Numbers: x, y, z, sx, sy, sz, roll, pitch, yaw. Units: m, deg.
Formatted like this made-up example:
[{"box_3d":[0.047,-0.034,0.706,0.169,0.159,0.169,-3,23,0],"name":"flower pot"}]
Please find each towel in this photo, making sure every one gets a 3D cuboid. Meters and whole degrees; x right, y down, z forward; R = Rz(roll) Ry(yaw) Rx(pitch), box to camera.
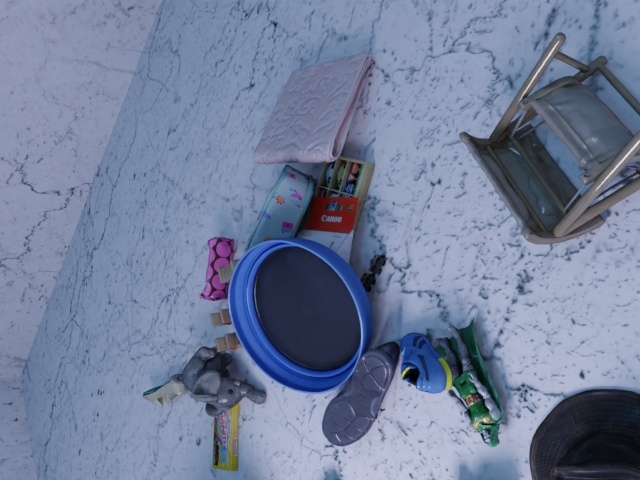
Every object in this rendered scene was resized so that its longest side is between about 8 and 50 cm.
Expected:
[{"box_3d":[-0.023,-0.349,1.558,0.332,0.053,0.316,6,69,49],"name":"towel"}]

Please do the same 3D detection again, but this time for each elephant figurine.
[{"box_3d":[-0.301,0.431,1.655,0.186,0.169,0.239,-57,42,19],"name":"elephant figurine"}]

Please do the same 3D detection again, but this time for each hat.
[{"box_3d":[0.436,0.383,0.839,0.331,0.134,0.331,-14,71,47],"name":"hat"}]

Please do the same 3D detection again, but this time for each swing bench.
[{"box_3d":[0.418,-0.162,0.976,0.254,0.165,0.253,-49,48,37],"name":"swing bench"}]

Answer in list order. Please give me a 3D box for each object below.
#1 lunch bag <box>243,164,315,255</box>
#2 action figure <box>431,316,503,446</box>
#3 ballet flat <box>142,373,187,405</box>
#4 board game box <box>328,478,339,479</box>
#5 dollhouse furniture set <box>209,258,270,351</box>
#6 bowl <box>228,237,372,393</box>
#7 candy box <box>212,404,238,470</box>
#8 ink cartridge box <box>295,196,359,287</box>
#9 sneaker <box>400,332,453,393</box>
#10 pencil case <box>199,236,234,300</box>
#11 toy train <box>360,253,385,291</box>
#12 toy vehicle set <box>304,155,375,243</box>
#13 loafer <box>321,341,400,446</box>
[{"box_3d":[-0.106,-0.067,1.546,0.279,0.108,0.224,-62,5,14],"name":"lunch bag"},{"box_3d":[0.287,0.280,1.090,0.137,0.064,0.232,-55,41,40],"name":"action figure"},{"box_3d":[-0.541,0.537,1.988,0.248,0.086,0.086,-32,58,40],"name":"ballet flat"},{"box_3d":[0.009,0.690,1.325,0.210,0.047,0.160,-57,44,22],"name":"board game box"},{"box_3d":[-0.198,0.183,1.661,0.262,0.135,0.259,-27,72,43],"name":"dollhouse furniture set"},{"box_3d":[-0.052,0.177,1.379,0.391,0.077,0.391,11,110,30],"name":"bowl"},{"box_3d":[-0.286,0.580,1.712,0.105,0.027,0.205,-16,69,43],"name":"candy box"},{"box_3d":[0.000,0.000,1.446,0.189,0.066,0.232,6,90,50],"name":"ink cartridge box"},{"box_3d":[0.189,0.243,1.152,0.209,0.082,0.069,-130,37,-72],"name":"sneaker"},{"box_3d":[-0.335,0.090,1.836,0.095,0.098,0.209,-7,75,49],"name":"pencil case"},{"box_3d":[0.113,0.097,1.369,0.158,0.027,0.036,-63,32,18],"name":"toy train"},{"box_3d":[0.041,-0.086,1.489,0.166,0.035,0.266,20,96,49],"name":"toy vehicle set"},{"box_3d":[0.101,0.349,1.286,0.109,0.095,0.302,37,123,18],"name":"loafer"}]
